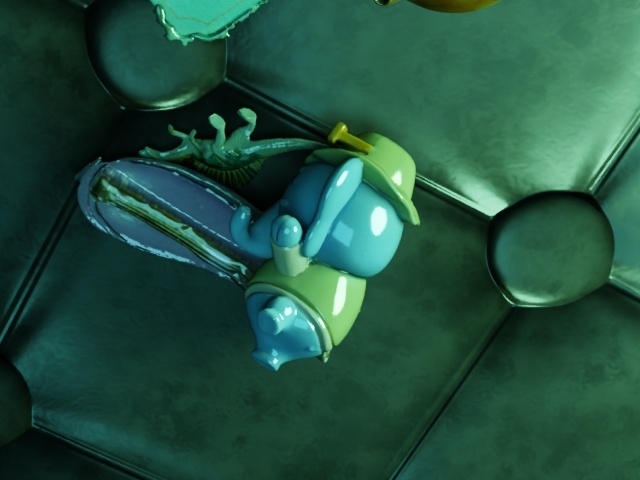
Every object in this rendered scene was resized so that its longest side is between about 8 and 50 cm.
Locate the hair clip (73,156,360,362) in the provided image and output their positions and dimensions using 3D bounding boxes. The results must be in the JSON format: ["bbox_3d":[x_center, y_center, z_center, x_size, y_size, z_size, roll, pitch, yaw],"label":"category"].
[{"bbox_3d":[-0.107,0.010,1.481,0.358,0.110,0.096,36,66,-9],"label":"hair clip"}]

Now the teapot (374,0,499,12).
[{"bbox_3d":[0.151,-0.314,1.293,0.252,0.135,0.178,-36,115,16],"label":"teapot"}]

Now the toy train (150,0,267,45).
[{"bbox_3d":[-0.101,-0.302,1.308,0.203,0.112,0.163,-31,119,13],"label":"toy train"}]

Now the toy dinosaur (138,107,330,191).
[{"bbox_3d":[-0.096,-0.090,1.449,0.187,0.044,0.106,13,129,-21],"label":"toy dinosaur"}]

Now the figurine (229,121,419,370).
[{"bbox_3d":[0.003,0.002,1.389,0.262,0.153,0.180,-54,134,-18],"label":"figurine"}]
